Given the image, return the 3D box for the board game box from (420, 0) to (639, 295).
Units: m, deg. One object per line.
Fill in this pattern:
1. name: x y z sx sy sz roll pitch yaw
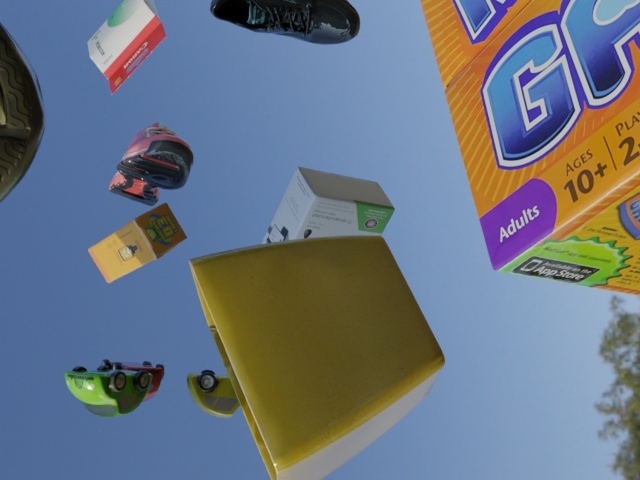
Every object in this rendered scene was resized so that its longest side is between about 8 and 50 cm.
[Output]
1. board game box: 0.342 -0.187 0.698 0.357 0.356 0.356 10 -124 -30

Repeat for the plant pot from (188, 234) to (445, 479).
1. plant pot: 0.003 0.112 0.872 0.212 0.187 0.212 94 152 -66

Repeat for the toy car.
1. toy car: -0.201 0.169 0.983 0.225 0.239 0.053 15 -102 -63

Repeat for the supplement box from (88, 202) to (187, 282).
1. supplement box: -0.324 0.007 1.531 0.080 0.233 0.078 -33 -83 -33

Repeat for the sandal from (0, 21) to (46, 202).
1. sandal: -0.233 -0.011 0.340 0.120 0.303 0.086 64 -161 -2

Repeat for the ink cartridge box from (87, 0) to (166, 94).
1. ink cartridge box: -0.425 -0.438 1.898 0.056 0.181 0.224 37 -163 -34

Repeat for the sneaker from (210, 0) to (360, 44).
1. sneaker: -0.065 -0.386 1.516 0.106 0.267 0.101 -57 -22 -53

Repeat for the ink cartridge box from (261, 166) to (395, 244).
1. ink cartridge box: 0.000 0.000 1.460 0.160 0.219 0.092 8 -147 -30

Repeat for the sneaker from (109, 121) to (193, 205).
1. sneaker: -0.303 -0.161 1.566 0.116 0.314 0.136 20 -106 -22
